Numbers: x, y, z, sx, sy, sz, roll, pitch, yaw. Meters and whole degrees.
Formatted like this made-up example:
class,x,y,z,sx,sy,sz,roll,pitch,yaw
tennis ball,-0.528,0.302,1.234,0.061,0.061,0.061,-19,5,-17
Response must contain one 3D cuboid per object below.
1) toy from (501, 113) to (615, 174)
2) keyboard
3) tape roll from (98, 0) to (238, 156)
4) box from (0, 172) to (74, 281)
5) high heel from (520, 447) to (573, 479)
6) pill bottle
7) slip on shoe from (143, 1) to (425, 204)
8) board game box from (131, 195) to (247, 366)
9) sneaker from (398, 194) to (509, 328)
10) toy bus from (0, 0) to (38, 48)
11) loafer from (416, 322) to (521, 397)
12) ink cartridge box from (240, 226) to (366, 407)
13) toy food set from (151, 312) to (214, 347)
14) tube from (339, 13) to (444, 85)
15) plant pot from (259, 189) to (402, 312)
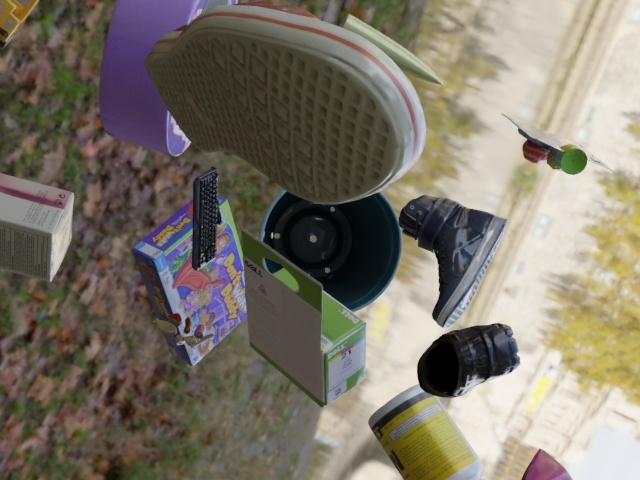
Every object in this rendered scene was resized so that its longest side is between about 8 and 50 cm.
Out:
class,x,y,z,sx,sy,sz,roll,pitch,yaw
toy,0.376,-0.146,1.538,0.237,0.137,0.056,-105,-144,-75
keyboard,-0.205,-0.044,1.727,0.108,0.023,0.180,-47,146,-62
tape roll,-0.187,-0.250,1.194,0.275,0.090,0.274,18,90,-87
box,-0.614,-0.035,1.831,0.148,0.232,0.126,109,-5,-45
high heel,0.198,0.313,1.060,0.244,0.117,0.082,-12,145,-26
pill bottle,0.176,0.339,1.463,0.119,0.208,0.119,-29,159,-13
slip on shoe,-0.024,-0.104,0.589,0.101,0.123,0.331,-35,-158,-13
board game box,-0.282,0.090,2.166,0.233,0.078,0.347,-43,140,-31
sneaker,0.182,0.025,1.490,0.226,0.163,0.086,-57,164,-32
toy bus,-0.576,-0.426,1.681,0.130,0.108,0.333,-53,-159,-2
loafer,0.145,0.137,1.050,0.223,0.078,0.076,131,-52,-70
ink cartridge box,-0.024,0.101,1.438,0.097,0.189,0.255,-30,138,-31
toy food set,-0.269,0.179,1.861,0.078,0.122,0.019,-27,132,-36
tube,0.145,-0.378,1.912,0.062,0.240,0.070,-47,-159,58
plant pot,0.000,0.000,1.868,0.271,0.272,0.255,-66,-170,-1
